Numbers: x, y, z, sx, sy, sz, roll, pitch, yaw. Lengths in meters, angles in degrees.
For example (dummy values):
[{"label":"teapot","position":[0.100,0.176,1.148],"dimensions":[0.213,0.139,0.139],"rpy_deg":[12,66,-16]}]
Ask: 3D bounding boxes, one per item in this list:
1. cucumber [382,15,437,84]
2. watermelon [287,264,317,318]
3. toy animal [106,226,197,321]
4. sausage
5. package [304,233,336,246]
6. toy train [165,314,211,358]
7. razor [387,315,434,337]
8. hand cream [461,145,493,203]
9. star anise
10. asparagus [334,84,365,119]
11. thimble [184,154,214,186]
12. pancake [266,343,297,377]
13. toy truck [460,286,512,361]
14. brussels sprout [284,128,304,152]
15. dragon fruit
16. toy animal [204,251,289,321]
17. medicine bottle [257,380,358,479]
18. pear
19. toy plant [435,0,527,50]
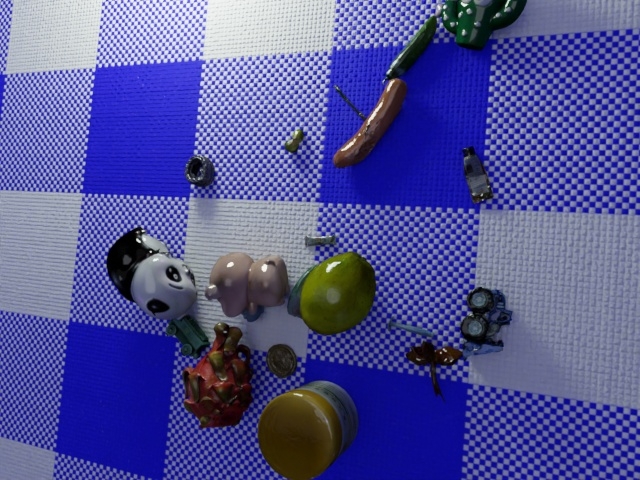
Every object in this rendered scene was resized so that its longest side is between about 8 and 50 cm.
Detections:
[{"label":"cucumber","position":[0.275,-0.570,1.635],"dimensions":[0.056,0.056,0.250],"rpy_deg":[44,101,18]},{"label":"watermelon","position":[-0.048,0.165,1.710],"dimensions":[0.094,0.081,0.180],"rpy_deg":[12,96,-4]},{"label":"toy animal","position":[-0.554,0.131,1.809],"dimensions":[0.310,0.251,0.251],"rpy_deg":[44,102,29]},{"label":"sausage","position":[0.158,-0.346,1.650],"dimensions":[0.087,0.079,0.326],"rpy_deg":[39,101,8]},{"label":"package","position":[0.000,0.000,1.719],"dimensions":[0.110,0.015,0.037],"rpy_deg":[-3,90,23]},{"label":"toy train","position":[-0.454,0.324,1.846],"dimensions":[0.099,0.070,0.172],"rpy_deg":[-46,71,5]},{"label":"razor","position":[0.266,0.261,1.580],"dimensions":[0.135,0.068,0.040],"rpy_deg":[15,94,11]},{"label":"hand cream","position":[0.446,-0.191,1.550],"dimensions":[0.062,0.039,0.163],"rpy_deg":[-16,86,18]},{"label":"star anise","position":[0.311,0.364,1.517],"dimensions":[0.141,0.158,0.144],"rpy_deg":[19,63,-11]},{"label":"asparagus","position":[0.092,-0.440,1.717],"dimensions":[0.016,0.013,0.166],"rpy_deg":[-45,71,24]},{"label":"thimble","position":[-0.421,-0.241,1.876],"dimensions":[0.095,0.066,0.104],"rpy_deg":[-18,77,18]},{"label":"pancake","position":[-0.127,0.390,1.741],"dimensions":[0.115,0.011,0.114],"rpy_deg":[-2,85,23]},{"label":"toy truck","position":[0.452,0.233,1.473],"dimensions":[0.126,0.113,0.208],"rpy_deg":[12,92,20]},{"label":"brussels sprout","position":[-0.084,-0.326,1.758],"dimensions":[0.083,0.046,0.051],"rpy_deg":[-61,28,7]},{"label":"dragon fruit","position":[-0.306,0.440,1.705],"dimensions":[0.243,0.227,0.307],"rpy_deg":[37,86,18]},{"label":"toy animal","position":[-0.220,0.133,1.695],"dimensions":[0.221,0.210,0.229],"rpy_deg":[-33,109,24]},{"label":"medicine bottle","position":[-0.030,0.544,1.574],"dimensions":[0.238,0.232,0.237],"rpy_deg":[-1,87,22]},{"label":"pear","position":[0.052,0.158,1.586],"dimensions":[0.212,0.212,0.269],"rpy_deg":[38,95,20]},{"label":"toy plant","position":[0.458,-0.675,1.536],"dimensions":[0.232,0.113,0.243],"rpy_deg":[51,119,23]}]
